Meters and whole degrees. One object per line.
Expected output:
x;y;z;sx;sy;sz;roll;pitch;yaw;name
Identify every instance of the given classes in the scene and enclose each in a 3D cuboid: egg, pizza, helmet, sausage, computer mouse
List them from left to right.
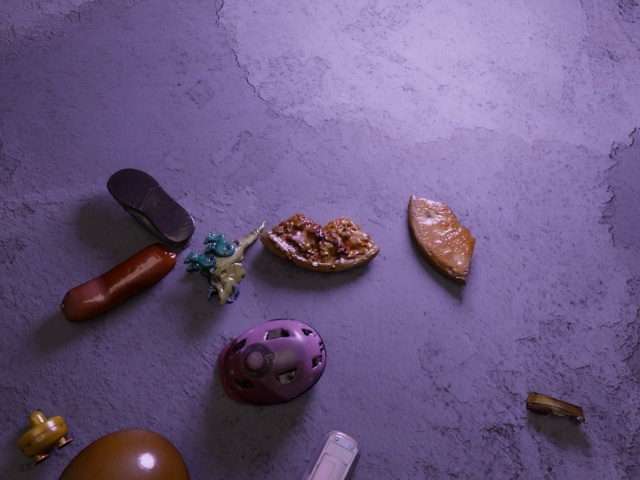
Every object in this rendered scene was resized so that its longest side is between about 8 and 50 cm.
-0.417;0.564;1.308;0.283;0.282;0.351;27;73;6;egg
-0.489;0.105;1.564;0.300;0.083;0.089;-30;82;-9;sausage
-0.110;0.281;1.492;0.254;0.154;0.198;-12;74;-12;helmet
0.000;0.000;1.622;0.306;0.085;0.161;4;71;-3;pizza
0.016;0.537;1.463;0.102;0.045;0.199;27;72;5;computer mouse
0.313;-0.008;1.655;0.134;0.056;0.271;-37;76;-11;pizza

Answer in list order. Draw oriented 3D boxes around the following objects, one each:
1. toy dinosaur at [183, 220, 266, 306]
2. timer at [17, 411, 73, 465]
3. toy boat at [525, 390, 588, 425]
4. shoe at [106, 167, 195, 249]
-0.232;0.035;1.601;0.153;0.094;0.259;26;65;6;toy dinosaur
-0.628;0.432;1.436;0.107;0.107;0.109;-34;80;-13;timer
0.568;0.406;1.536;0.149;0.047;0.048;17;85;6;toy boat
-0.429;-0.077;1.621;0.275;0.098;0.103;42;67;13;shoe
